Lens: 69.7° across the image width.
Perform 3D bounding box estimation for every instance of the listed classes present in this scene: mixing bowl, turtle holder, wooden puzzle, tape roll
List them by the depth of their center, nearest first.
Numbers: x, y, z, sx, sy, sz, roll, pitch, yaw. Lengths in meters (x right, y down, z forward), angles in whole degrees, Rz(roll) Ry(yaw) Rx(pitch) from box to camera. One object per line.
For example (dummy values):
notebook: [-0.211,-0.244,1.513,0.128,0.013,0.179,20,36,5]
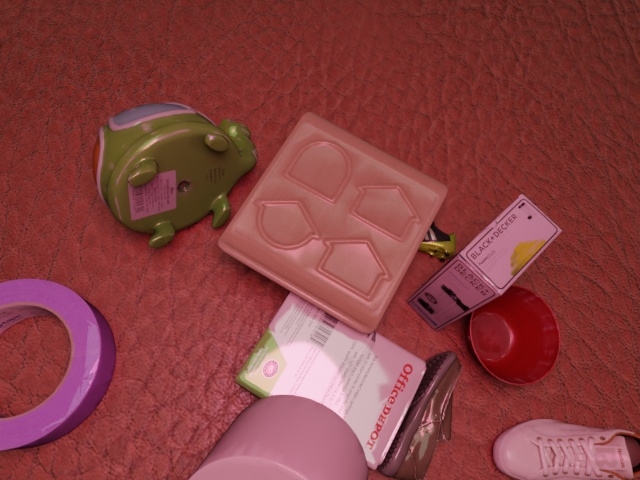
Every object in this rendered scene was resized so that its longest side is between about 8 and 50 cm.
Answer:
tape roll: [-0.061,0.376,0.670,0.245,0.169,0.247,2,100,13]
tape roll: [-0.506,0.209,0.787,0.274,0.090,0.275,2,69,-6]
wooden puzzle: [0.030,-0.042,0.874,0.322,0.080,0.348,30,69,5]
mixing bowl: [0.350,0.182,0.887,0.181,0.098,0.182,3,75,-10]
turtle holder: [-0.279,-0.168,0.888,0.320,0.243,0.227,-41,60,-11]

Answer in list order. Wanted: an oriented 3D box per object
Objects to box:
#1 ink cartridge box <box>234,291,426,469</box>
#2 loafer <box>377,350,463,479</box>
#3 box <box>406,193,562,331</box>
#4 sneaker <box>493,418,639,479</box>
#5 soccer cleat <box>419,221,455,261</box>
ink cartridge box: [0.018,0.240,0.821,0.272,0.115,0.198,31,68,6]
loafer: [0.193,0.318,0.833,0.087,0.094,0.251,36,73,-4]
box: [0.277,0.055,0.832,0.169,0.290,0.087,-39,77,-20]
sneaker: [0.460,0.371,0.817,0.289,0.123,0.106,-2,70,-6]
soccer cleat: [0.205,-0.015,0.983,0.178,0.060,0.072,21,57,-5]
